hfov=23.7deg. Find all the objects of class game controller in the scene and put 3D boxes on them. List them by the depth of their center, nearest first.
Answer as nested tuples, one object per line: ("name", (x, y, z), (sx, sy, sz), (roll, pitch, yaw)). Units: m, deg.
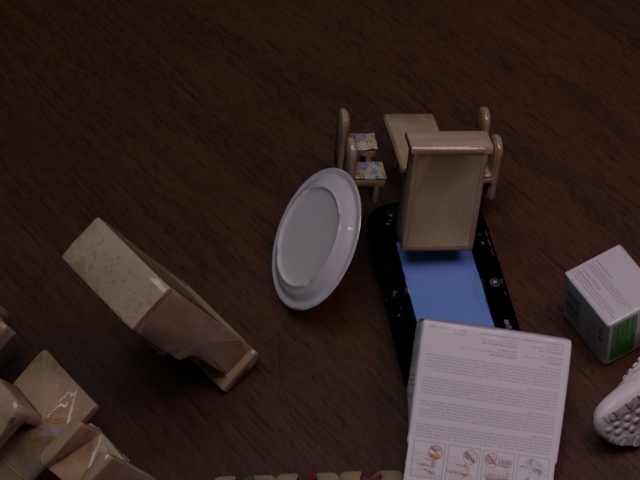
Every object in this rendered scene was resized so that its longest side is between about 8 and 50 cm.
("game controller", (0.165, 0.071, 2.023), (0.166, 0.067, 0.319), (-12, 53, -1))

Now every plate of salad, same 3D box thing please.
("plate of salad", (0.000, 0.000, 2.057), (0.048, 0.200, 0.200), (19, 43, -32))

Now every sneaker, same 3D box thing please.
("sneaker", (0.428, 0.173, 1.909), (0.235, 0.090, 0.095), (-27, 41, -17))

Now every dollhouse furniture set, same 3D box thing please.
("dollhouse furniture set", (-0.312, 0.203, 1.941), (0.394, 0.256, 0.362), (-48, 58, -1))
("dollhouse furniture set", (0.143, -0.122, 2.054), (0.212, 0.161, 0.242), (-1, 36, -9))

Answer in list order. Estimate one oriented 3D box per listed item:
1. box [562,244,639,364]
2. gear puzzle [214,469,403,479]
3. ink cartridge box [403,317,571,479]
("box", (0.375, 0.084, 1.962), (0.087, 0.101, 0.102), (-27, 56, -13))
("gear puzzle", (-0.064, 0.368, 1.850), (0.339, 0.044, 0.175), (-3, 54, 9))
("ink cartridge box", (0.197, 0.221, 1.862), (0.189, 0.066, 0.232), (8, 87, -3))
